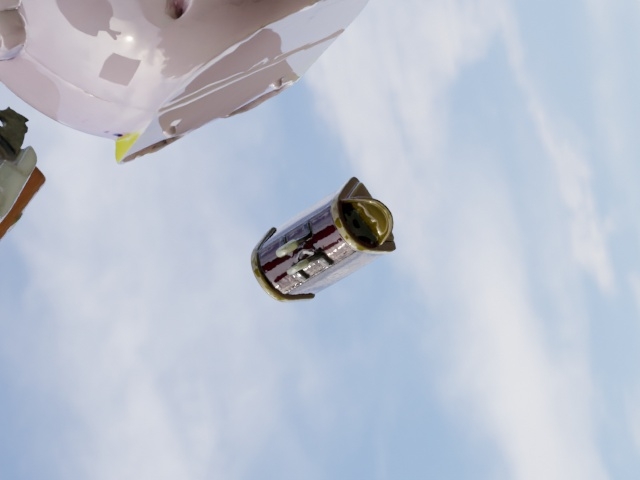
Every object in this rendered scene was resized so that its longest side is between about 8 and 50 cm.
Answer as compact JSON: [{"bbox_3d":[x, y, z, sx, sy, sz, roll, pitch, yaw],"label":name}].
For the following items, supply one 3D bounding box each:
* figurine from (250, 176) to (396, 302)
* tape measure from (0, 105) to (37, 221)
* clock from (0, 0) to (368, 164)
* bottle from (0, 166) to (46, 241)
[{"bbox_3d":[0.001,0.000,1.523,0.098,0.154,0.082,-21,-99,-58],"label":"figurine"},{"bbox_3d":[-0.374,0.024,1.326,0.130,0.258,0.265,39,-140,-17],"label":"tape measure"},{"bbox_3d":[-0.130,-0.280,1.119,0.368,0.250,0.377,-28,-94,-34],"label":"clock"},{"bbox_3d":[-0.366,-0.011,1.667,0.187,0.069,0.069,-54,-38,-13],"label":"bottle"}]
